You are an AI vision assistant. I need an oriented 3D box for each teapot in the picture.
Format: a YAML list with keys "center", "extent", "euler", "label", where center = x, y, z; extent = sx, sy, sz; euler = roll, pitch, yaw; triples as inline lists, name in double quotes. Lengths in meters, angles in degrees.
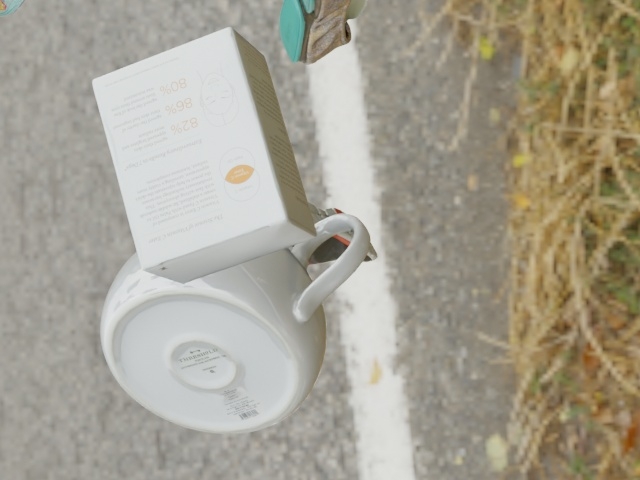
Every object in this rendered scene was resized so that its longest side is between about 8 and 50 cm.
- center: [-0.098, 0.067, 1.517]
  extent: [0.187, 0.256, 0.252]
  euler: [-72, -2, -48]
  label: "teapot"

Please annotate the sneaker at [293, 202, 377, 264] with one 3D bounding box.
- center: [0.000, 0.000, 1.639]
  extent: [0.065, 0.158, 0.061]
  euler: [-45, 49, 20]
  label: "sneaker"

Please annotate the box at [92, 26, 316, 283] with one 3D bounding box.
- center: [-0.095, -0.067, 1.178]
  extent: [0.130, 0.091, 0.170]
  euler: [-19, 77, 12]
  label: "box"

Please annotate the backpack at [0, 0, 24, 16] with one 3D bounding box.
- center: [-0.344, -0.290, 1.392]
  extent: [0.188, 0.144, 0.166]
  euler: [-59, 27, -8]
  label: "backpack"

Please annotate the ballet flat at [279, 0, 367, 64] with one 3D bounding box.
- center: [0.011, -0.308, 1.704]
  extent: [0.316, 0.106, 0.107]
  euler: [114, 137, -77]
  label: "ballet flat"
